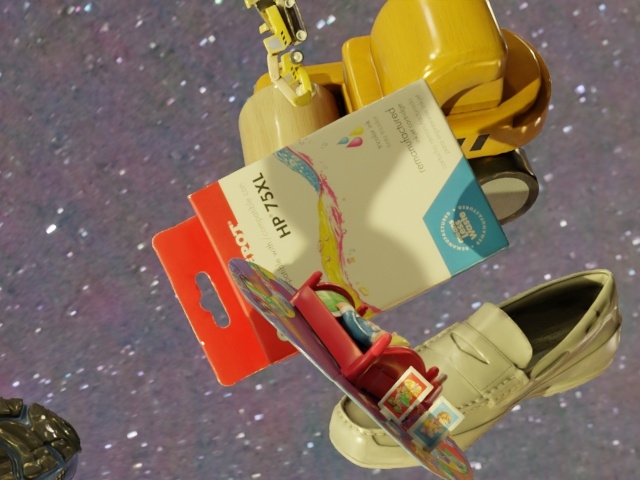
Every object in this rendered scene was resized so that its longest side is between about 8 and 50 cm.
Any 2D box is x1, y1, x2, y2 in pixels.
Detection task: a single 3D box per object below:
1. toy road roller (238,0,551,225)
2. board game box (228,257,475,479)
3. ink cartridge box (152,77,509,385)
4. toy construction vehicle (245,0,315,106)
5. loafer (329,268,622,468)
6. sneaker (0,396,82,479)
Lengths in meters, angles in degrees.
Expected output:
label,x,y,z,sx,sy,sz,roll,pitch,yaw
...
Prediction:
label,x,y,z,sx,sy,sz,roll,pitch,yaw
toy road roller,0.077,-0.148,1.139,0.329,0.241,0.202,-10,-128,-4
board game box,0.027,0.055,0.560,0.168,0.133,0.033,43,-84,7
ink cartridge box,0.000,0.000,0.769,0.231,0.078,0.134,-27,-96,1
toy construction vehicle,-0.033,-0.147,0.802,0.035,0.086,0.098,-22,-78,-6
loafer,0.147,0.108,0.986,0.319,0.112,0.111,-22,-50,-30
sneaker,-0.221,0.156,0.545,0.221,0.087,0.083,-29,-132,-13
